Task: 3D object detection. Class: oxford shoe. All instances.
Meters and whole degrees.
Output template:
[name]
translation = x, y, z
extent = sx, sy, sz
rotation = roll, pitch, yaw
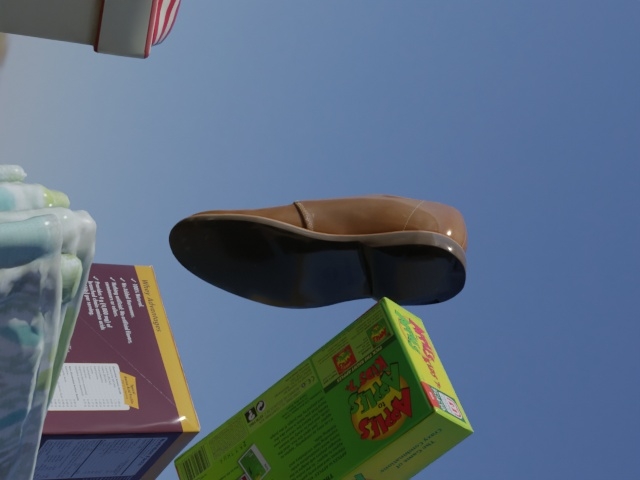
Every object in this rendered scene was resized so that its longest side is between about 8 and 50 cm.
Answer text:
[oxford shoe]
translation = 0.000, 0.000, 1.124
extent = 0.076, 0.212, 0.076
rotation = -77, 168, -48

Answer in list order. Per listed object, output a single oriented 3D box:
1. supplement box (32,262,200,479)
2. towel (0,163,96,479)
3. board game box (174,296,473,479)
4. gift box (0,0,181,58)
[supplement box]
translation = -0.246, 0.130, 1.489
extent = 0.129, 0.194, 0.191
rotation = -48, -130, 40
[towel]
translation = -0.320, 0.116, 0.864
extent = 0.090, 0.375, 0.320
rotation = 52, -43, 35
[board game box]
translation = -0.002, 0.127, 0.976
extent = 0.181, 0.043, 0.092
rotation = -39, -132, 18
[gift box]
translation = -0.237, -0.318, 1.403
extent = 0.276, 0.258, 0.255
rotation = -110, -150, -64
